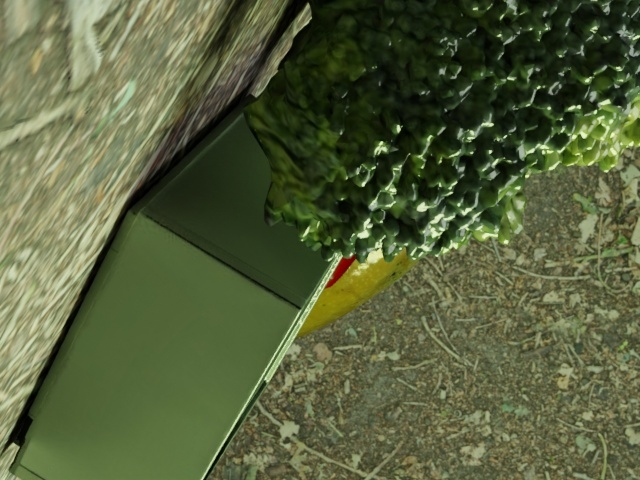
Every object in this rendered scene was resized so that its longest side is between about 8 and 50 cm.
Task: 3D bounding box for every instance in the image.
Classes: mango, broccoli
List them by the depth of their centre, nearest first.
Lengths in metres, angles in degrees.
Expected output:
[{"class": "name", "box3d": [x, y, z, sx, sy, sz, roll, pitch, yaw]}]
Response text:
[{"class": "broccoli", "box3d": [0.105, -0.127, 0.895, 0.375, 0.249, 0.302, -63, 177, -25]}, {"class": "mango", "box3d": [-0.003, -0.001, 1.558, 0.329, 0.176, 0.176, -38, 163, 25]}]

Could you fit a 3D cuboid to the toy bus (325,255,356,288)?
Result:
[{"class": "toy bus", "box3d": [0.009, -0.060, 1.309, 0.121, 0.120, 0.265, -54, 174, -30]}]

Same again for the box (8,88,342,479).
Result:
[{"class": "box", "box3d": [-0.075, 0.043, 0.977, 0.225, 0.117, 0.225, -60, 177, 30]}]
